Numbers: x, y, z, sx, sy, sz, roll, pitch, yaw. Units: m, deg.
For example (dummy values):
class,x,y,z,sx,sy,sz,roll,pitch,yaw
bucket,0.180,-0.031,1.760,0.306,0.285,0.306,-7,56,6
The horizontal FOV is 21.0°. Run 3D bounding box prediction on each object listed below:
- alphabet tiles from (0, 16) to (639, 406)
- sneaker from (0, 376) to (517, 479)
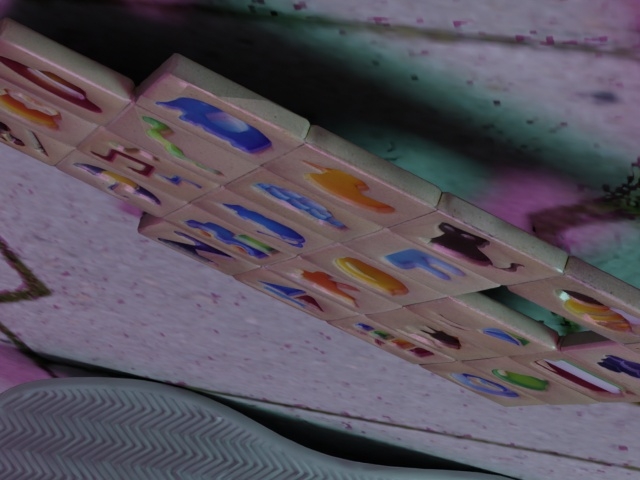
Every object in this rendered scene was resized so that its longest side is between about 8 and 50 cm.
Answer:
class,x,y,z,sx,sy,sz,roll,pitch,yaw
alphabet tiles,0.000,0.000,0.536,0.237,0.009,0.198,26,166,-14
sneaker,-0.031,0.158,0.871,0.292,0.108,0.169,14,156,0
